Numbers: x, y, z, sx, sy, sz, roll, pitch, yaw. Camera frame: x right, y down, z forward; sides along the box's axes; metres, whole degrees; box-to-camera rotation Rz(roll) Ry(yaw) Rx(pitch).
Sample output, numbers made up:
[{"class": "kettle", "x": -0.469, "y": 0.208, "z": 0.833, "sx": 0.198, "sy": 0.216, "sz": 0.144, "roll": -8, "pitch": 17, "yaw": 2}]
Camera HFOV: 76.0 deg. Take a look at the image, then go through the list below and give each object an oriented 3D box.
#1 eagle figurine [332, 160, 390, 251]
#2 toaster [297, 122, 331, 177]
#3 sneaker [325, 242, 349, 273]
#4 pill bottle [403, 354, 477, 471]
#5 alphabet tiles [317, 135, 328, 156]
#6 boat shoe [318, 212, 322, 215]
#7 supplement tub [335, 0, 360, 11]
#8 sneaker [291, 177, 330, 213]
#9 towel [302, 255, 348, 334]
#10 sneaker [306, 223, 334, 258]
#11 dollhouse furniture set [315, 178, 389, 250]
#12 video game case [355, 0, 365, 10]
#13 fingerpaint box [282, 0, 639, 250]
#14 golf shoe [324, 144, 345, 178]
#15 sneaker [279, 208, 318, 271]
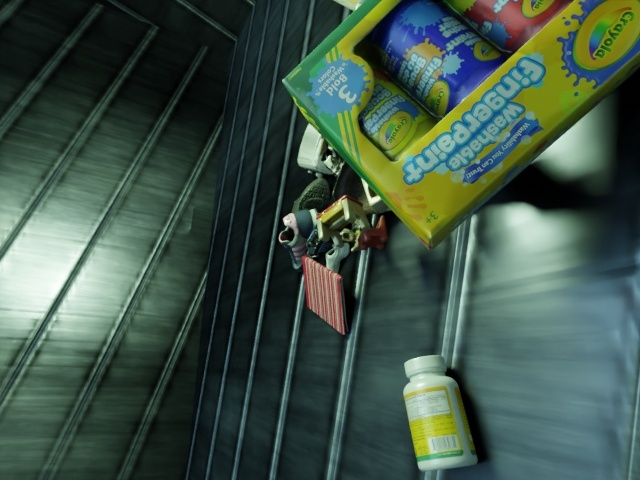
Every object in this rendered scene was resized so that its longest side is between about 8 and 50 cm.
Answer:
[{"class": "eagle figurine", "x": 0.140, "y": -0.136, "z": 1.141, "sx": 0.226, "sy": 0.225, "sz": 0.299, "roll": -137, "pitch": 51, "yaw": -69}, {"class": "toaster", "x": 0.014, "y": -0.347, "z": 1.500, "sx": 0.146, "sy": 0.129, "sz": 0.227, "roll": 35, "pitch": 108, "yaw": 55}, {"class": "sneaker", "x": 0.039, "y": 0.066, "z": 1.374, "sx": 0.152, "sy": 0.061, "sz": 0.054, "roll": -65, "pitch": 33, "yaw": 27}, {"class": "pill bottle", "x": 0.238, "y": 0.353, "z": 0.847, "sx": 0.117, "sy": 0.117, "sz": 0.209, "roll": -45, "pitch": 44, "yaw": 46}, {"class": "alphabet tiles", "x": 0.049, "y": -0.428, "z": 1.224, "sx": 0.285, "sy": 0.011, "sz": 0.343, "roll": -64, "pitch": -10, "yaw": -70}, {"class": "boat shoe", "x": 0.037, "y": -0.060, "z": 1.416, "sx": 0.207, "sy": 0.073, "sz": 0.073, "roll": -172, "pitch": 85, "yaw": -70}, {"class": "supplement tub", "x": 0.117, "y": -0.853, "z": 1.268, "sx": 0.241, "sy": 0.331, "sz": 0.241, "roll": -29, "pitch": 55, "yaw": 55}, {"class": "sneaker", "x": -0.058, "y": -0.134, "z": 1.585, "sx": 0.286, "sy": 0.108, "sz": 0.130, "roll": -56, "pitch": 29, "yaw": 33}, {"class": "towel", "x": 0.012, "y": 0.171, "z": 1.351, "sx": 0.274, "sy": 0.031, "sz": 0.199, "roll": 24, "pitch": 124, "yaw": 61}, {"class": "sneaker", "x": 0.000, "y": 0.000, "z": 1.348, "sx": 0.081, "sy": 0.090, "sz": 0.232, "roll": 46, "pitch": 164, "yaw": 15}, {"class": "dollhouse furniture set", "x": 0.181, "y": -0.122, "z": 0.940, "sx": 0.374, "sy": 0.201, "sz": 0.152, "roll": -35, "pitch": 50, "yaw": 32}, {"class": "video game case", "x": 0.104, "y": -0.539, "z": 1.203, "sx": 0.300, "sy": 0.036, "sz": 0.329, "roll": -70, "pitch": -4, "yaw": -49}, {"class": "fingerpaint box", "x": 0.225, "y": -0.271, "z": 0.683, "sx": 0.444, "sy": 0.163, "sz": 0.371, "roll": -42, "pitch": 73, "yaw": 6}, {"class": "golf shoe", "x": 0.057, "y": -0.244, "z": 1.387, "sx": 0.077, "sy": 0.093, "sz": 0.198, "roll": -40, "pitch": 65, "yaw": 55}, {"class": "sneaker", "x": -0.094, "y": 0.006, "z": 1.505, "sx": 0.319, "sy": 0.130, "sz": 0.112, "roll": 104, "pitch": 152, "yaw": -46}]
